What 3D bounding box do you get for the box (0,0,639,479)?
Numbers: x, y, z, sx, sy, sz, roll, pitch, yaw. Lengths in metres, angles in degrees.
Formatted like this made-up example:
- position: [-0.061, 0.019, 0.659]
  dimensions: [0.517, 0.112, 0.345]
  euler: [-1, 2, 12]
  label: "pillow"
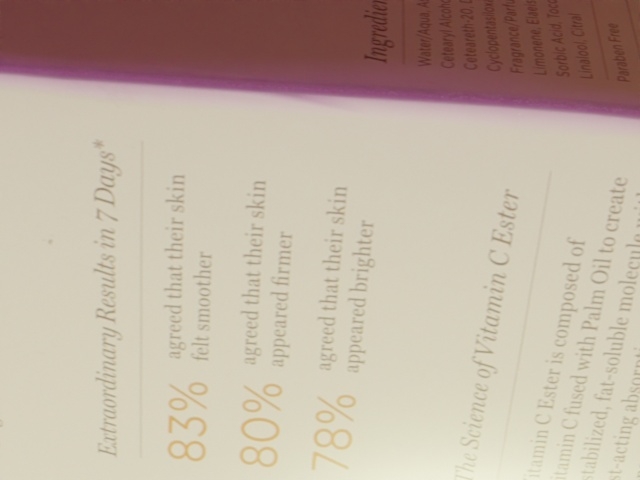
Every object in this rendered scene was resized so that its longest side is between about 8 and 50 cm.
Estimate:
- position: [0.000, 0.000, 0.546]
  dimensions: [0.345, 0.168, 0.215]
  euler: [4, 126, -1]
  label: "box"
